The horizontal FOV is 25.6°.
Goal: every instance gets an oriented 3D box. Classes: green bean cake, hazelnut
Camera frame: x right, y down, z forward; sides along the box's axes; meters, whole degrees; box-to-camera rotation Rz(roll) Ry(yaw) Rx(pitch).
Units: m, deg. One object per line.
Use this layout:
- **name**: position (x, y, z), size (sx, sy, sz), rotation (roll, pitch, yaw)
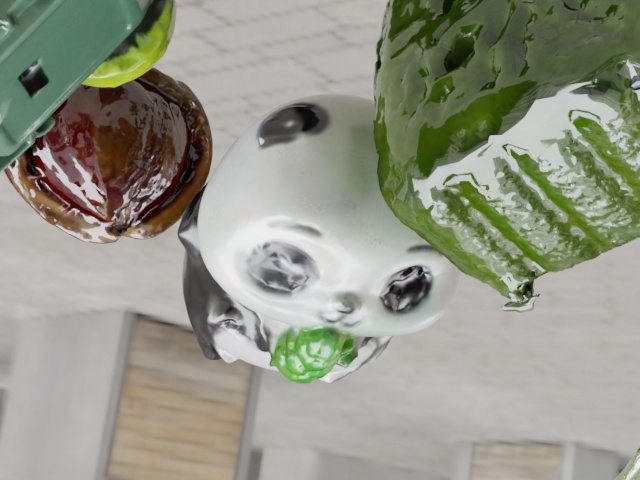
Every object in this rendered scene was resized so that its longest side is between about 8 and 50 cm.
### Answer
- **green bean cake**: position (0.160, -0.118, 0.907), size (0.250, 0.246, 0.156), rotation (-25, 131, 31)
- **hazelnut**: position (-0.199, -0.093, 1.312), size (0.202, 0.170, 0.160), rotation (6, -155, -14)

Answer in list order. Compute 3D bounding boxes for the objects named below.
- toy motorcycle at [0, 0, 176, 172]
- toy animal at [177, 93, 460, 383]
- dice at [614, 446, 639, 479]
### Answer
- **toy motorcycle**: position (-0.243, -0.121, 0.794), size (0.200, 0.326, 0.191), rotation (43, 170, 11)
- **toy animal**: position (-0.001, 0.009, 1.110), size (0.213, 0.212, 0.267), rotation (12, 163, -13)
- **dice**: position (0.388, 0.221, 1.061), size (0.254, 0.249, 0.252), rotation (-9, 148, -45)
